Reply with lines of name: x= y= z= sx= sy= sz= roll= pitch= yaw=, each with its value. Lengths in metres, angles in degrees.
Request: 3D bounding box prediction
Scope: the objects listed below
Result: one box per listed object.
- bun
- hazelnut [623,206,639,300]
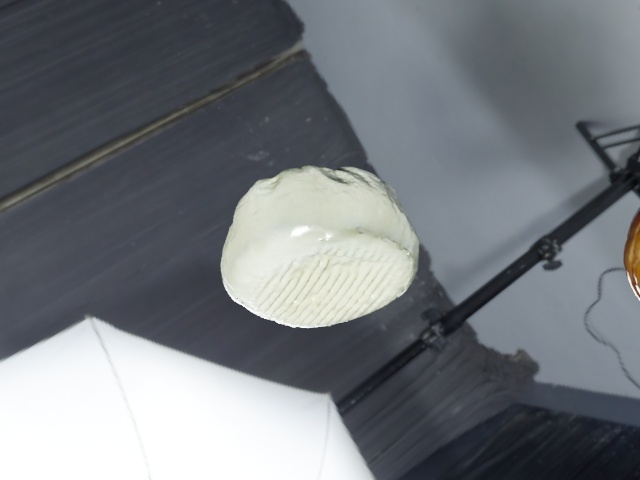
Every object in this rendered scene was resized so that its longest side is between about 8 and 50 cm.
bun: x=0.000 y=0.000 z=1.421 sx=0.359 sy=0.360 sz=0.210 roll=89 pitch=170 yaw=-52
hazelnut: x=0.527 y=0.034 z=1.049 sx=0.229 sy=0.230 sz=0.229 roll=44 pitch=154 yaw=28
